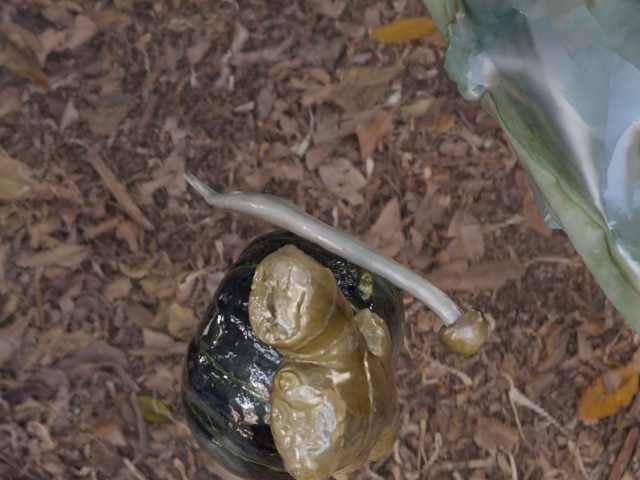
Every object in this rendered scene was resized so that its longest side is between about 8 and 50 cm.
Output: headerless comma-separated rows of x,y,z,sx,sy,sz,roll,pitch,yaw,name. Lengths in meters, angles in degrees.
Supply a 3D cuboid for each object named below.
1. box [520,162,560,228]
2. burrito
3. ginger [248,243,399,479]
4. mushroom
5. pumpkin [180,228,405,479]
0.292,-0.130,1.001,0.086,0.225,0.129,3,50,-18,box
0.096,-0.060,0.327,0.096,0.066,0.309,-34,86,8,burrito
0.018,0.119,0.775,0.081,0.333,0.147,-9,68,16,ginger
-0.001,0.002,0.797,0.306,0.068,0.043,30,50,20,mushroom
-0.033,0.140,1.204,0.241,0.323,0.323,28,66,1,pumpkin
